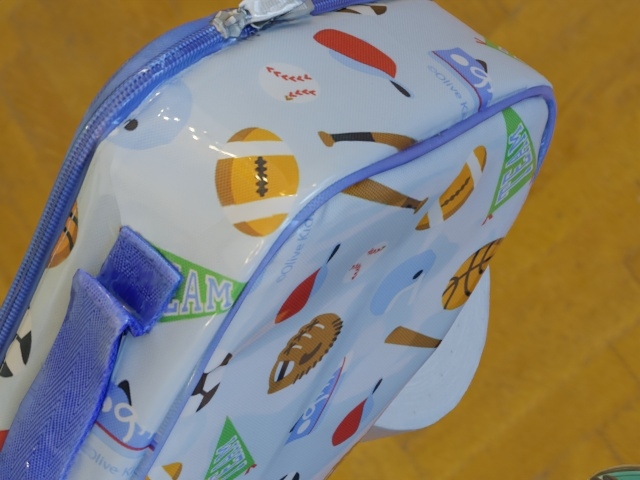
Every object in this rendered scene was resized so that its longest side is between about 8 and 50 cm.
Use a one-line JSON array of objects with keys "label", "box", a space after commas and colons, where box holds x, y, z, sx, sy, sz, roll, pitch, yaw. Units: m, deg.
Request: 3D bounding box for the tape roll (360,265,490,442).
[{"label": "tape roll", "box": [0.000, 0.000, 1.050, 0.072, 0.219, 0.219, -17, 69, 35]}]

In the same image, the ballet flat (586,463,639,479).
[{"label": "ballet flat", "box": [0.300, 0.210, 1.412, 0.232, 0.073, 0.080, 11, 92, 30]}]

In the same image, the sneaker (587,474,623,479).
[{"label": "sneaker", "box": [0.160, 0.268, 1.195, 0.107, 0.279, 0.118, 30, 126, -1]}]

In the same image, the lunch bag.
[{"label": "lunch bag", "box": [-0.042, 0.032, 0.792, 0.115, 0.243, 0.303, 40, 124, 18]}]
